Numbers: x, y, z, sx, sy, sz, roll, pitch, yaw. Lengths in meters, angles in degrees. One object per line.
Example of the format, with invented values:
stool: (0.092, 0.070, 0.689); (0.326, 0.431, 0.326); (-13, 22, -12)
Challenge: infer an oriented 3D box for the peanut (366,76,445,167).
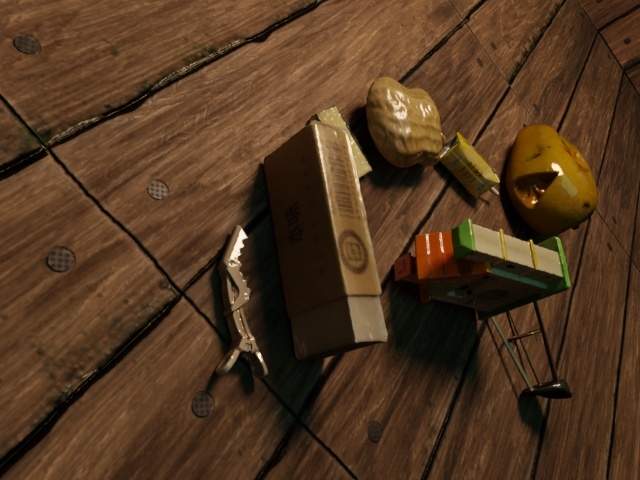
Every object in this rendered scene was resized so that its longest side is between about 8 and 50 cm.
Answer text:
peanut: (0.186, -0.242, 1.074); (0.233, 0.110, 0.196); (-3, 73, -39)

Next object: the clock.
clock: (0.286, 0.050, 0.955); (0.255, 0.220, 0.106); (16, 59, -26)

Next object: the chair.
chair: (0.443, 0.244, 1.084); (0.095, 0.104, 0.221); (-17, 76, -18)

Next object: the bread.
bread: (0.040, -0.185, 0.979); (0.068, 0.028, 0.153); (-37, 96, -44)

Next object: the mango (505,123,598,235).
mango: (0.608, -0.174, 1.368); (0.253, 0.182, 0.364); (28, 43, -25)

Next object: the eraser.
eraser: (0.000, 0.000, 0.778); (0.078, 0.144, 0.343); (6, 66, -41)

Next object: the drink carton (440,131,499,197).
drink carton: (0.367, -0.160, 1.210); (0.200, 0.084, 0.074); (41, 26, -18)

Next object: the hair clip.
hair clip: (-0.123, 0.082, 0.710); (0.072, 0.034, 0.225); (4, 67, -38)
